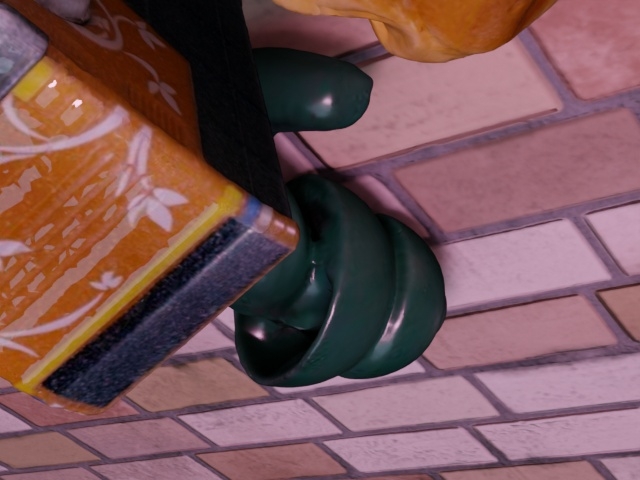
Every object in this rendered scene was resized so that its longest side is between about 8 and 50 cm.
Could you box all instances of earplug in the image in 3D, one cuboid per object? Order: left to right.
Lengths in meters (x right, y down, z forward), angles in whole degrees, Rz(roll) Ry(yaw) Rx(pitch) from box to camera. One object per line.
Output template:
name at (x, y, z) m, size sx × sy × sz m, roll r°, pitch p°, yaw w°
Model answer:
earplug at (0.001, -0.008, 0.786) m, size 0.280 × 0.164 × 0.257 m, roll 23°, pitch 110°, yaw -33°

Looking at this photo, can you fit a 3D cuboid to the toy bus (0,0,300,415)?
toy bus at (-0.115, -0.076, 0.467) m, size 0.138 × 0.275 × 0.167 m, roll -41°, pitch 124°, yaw 18°

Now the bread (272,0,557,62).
bread at (-0.015, -0.195, 0.410) m, size 0.294 × 0.167 × 0.132 m, roll 35°, pitch 137°, yaw 6°
